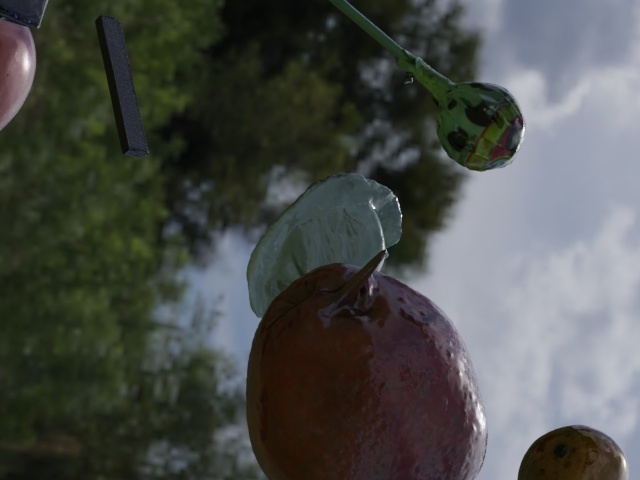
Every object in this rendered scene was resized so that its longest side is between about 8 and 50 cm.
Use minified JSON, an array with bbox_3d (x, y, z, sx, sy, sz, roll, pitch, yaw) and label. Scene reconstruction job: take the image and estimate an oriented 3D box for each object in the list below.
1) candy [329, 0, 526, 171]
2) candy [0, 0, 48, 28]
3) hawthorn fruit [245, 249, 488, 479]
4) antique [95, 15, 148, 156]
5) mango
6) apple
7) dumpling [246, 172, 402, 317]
[{"bbox_3d":[0.088,-0.184,1.881,0.091,0.305,0.083,-41,165,-34],"label":"candy"},{"bbox_3d":[-0.366,-0.257,1.552,0.088,0.312,0.061,26,-85,40],"label":"candy"},{"bbox_3d":[0.035,0.113,1.534,0.210,0.211,0.262,-97,180,-59],"label":"hawthorn fruit"},{"bbox_3d":[-0.231,-0.179,2.095,0.015,0.031,0.192,-37,-126,37],"label":"antique"},{"bbox_3d":[0.258,0.252,1.885,0.163,0.111,0.089,121,-20,-53],"label":"mango"},{"bbox_3d":[-0.510,-0.239,2.407,0.260,0.260,0.216,171,-59,-78],"label":"apple"},{"bbox_3d":[-0.004,0.003,2.123,0.152,0.219,0.108,61,-19,-15],"label":"dumpling"}]
